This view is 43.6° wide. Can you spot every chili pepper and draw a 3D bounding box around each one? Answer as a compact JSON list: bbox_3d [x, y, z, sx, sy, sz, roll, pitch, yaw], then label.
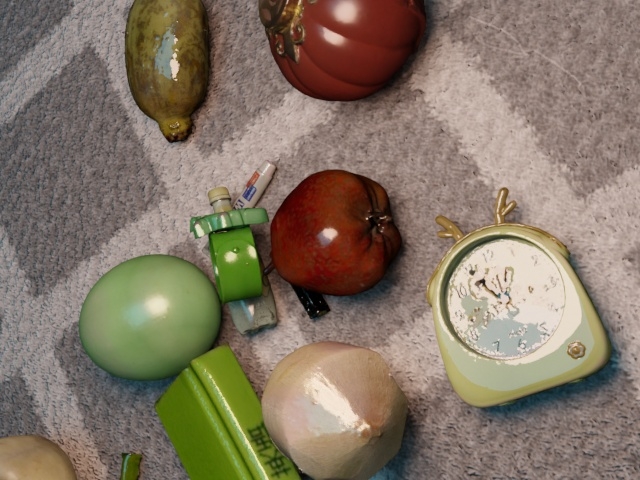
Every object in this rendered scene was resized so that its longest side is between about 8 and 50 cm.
[{"bbox_3d":[-0.379,0.492,1.495,0.052,0.050,0.202,16,85,66],"label":"chili pepper"}]

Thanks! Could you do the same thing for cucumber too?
[{"bbox_3d":[-0.039,0.064,1.398,0.043,0.039,0.163,-32,71,-4],"label":"cucumber"}]

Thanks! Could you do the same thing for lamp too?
[{"bbox_3d":[0.036,-0.376,1.296,0.303,0.257,0.303,-10,79,61],"label":"lamp"}]

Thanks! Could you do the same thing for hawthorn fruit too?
[{"bbox_3d":[0.000,0.000,1.301,0.248,0.208,0.208,-20,74,30],"label":"hawthorn fruit"}]

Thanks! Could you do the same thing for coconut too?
[{"bbox_3d":[0.030,0.263,1.221,0.234,0.224,0.224,-8,77,58],"label":"coconut"}]

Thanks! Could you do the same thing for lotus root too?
[{"bbox_3d":[-0.284,-0.342,1.517,0.173,0.173,0.309,-1,89,26],"label":"lotus root"}]

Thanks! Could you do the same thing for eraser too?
[{"bbox_3d":[-0.161,0.335,1.350,0.210,0.092,0.274,-50,62,42],"label":"eraser"}]

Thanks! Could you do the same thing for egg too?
[{"bbox_3d":[-0.303,0.137,1.413,0.269,0.220,0.220,-17,75,33],"label":"egg"}]

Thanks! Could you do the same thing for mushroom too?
[{"bbox_3d":[-0.582,0.490,1.482,0.315,0.356,0.315,-25,47,30],"label":"mushroom"}]

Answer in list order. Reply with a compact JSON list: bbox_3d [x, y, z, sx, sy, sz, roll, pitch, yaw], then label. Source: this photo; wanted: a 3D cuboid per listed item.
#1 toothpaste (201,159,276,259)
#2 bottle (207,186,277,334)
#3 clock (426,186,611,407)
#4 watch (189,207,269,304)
[{"bbox_3d":[-0.148,-0.053,1.474,0.052,0.033,0.218,42,106,29],"label":"toothpaste"},{"bbox_3d":[-0.147,0.032,1.421,0.083,0.083,0.270,-23,78,21],"label":"bottle"},{"bbox_3d":[0.281,0.082,1.207,0.235,0.096,0.308,-23,73,23],"label":"clock"},{"bbox_3d":[-0.139,0.023,1.324,0.131,0.165,0.152,-13,92,-13],"label":"watch"}]
